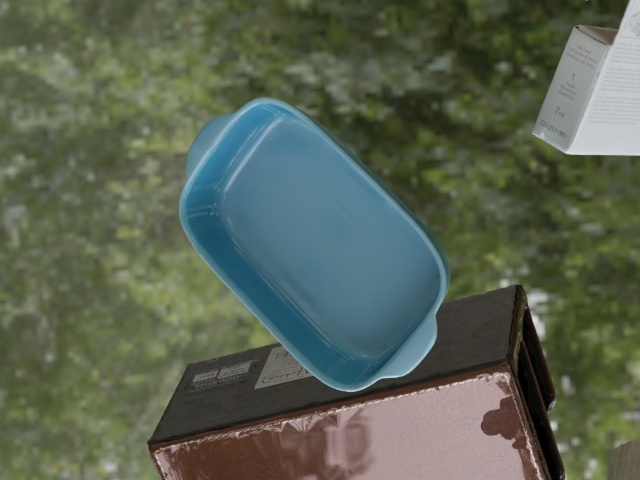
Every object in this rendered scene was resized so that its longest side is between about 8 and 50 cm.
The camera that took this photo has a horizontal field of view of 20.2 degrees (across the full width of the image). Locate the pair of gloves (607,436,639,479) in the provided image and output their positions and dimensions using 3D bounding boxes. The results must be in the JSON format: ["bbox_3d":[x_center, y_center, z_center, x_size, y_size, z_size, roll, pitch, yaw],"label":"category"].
[{"bbox_3d":[0.165,0.248,1.185,0.042,0.204,0.240,28,141,-19],"label":"pair of gloves"}]

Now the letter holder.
[{"bbox_3d":[0.047,0.192,1.481,0.302,0.214,0.152,-14,-161,15],"label":"letter holder"}]

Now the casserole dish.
[{"bbox_3d":[0.000,0.000,1.040,0.188,0.114,0.037,46,-154,16],"label":"casserole dish"}]

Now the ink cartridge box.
[{"bbox_3d":[0.368,-0.207,1.929,0.275,0.239,0.060,-2,-152,-46],"label":"ink cartridge box"}]
